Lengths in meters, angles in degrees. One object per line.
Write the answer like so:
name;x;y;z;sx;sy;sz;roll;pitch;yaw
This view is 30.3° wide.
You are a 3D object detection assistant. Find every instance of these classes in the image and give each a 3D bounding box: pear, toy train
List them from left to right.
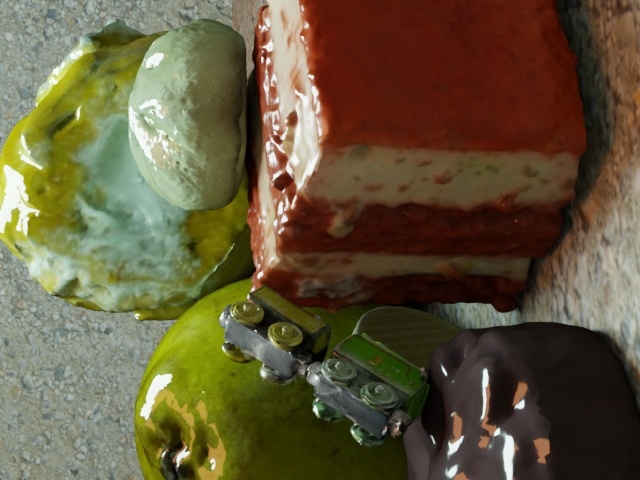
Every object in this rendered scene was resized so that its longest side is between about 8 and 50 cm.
pear;-0.019;0.196;1.296;0.413;0.352;0.352;5;-96;-60
toy train;0.001;0.107;1.049;0.081;0.202;0.060;-30;-37;-50

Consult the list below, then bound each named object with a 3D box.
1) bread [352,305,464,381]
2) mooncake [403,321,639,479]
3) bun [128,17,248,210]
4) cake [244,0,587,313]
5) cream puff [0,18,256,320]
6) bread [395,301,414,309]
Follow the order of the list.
bread;0.087;0.111;1.168;0.112;0.193;0.036;46;122;28
mooncake;0.162;0.205;0.998;0.283;0.141;0.283;180;90;-76
bun;-0.135;-0.128;1.196;0.195;0.118;0.195;-175;90;-79
cake;0.073;-0.104;1.109;0.319;0.269;0.270;106;161;-56
cream puff;-0.199;-0.081;1.452;0.275;0.378;0.378;116;154;-88
bread;0.048;0.096;1.527;0.139;0.143;0.229;-143;53;-76
